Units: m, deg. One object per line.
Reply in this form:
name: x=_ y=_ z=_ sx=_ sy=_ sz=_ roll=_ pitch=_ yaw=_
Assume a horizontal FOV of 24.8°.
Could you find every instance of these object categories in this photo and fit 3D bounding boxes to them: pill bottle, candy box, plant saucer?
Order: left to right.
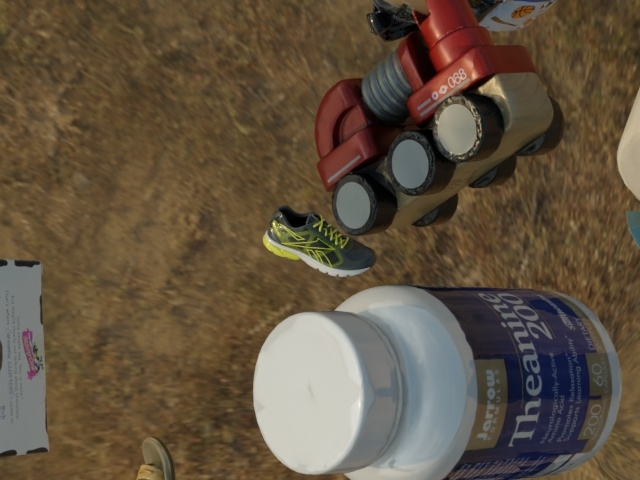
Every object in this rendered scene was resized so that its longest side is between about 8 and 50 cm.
candy box: x=-0.308 y=0.096 z=1.161 sx=0.070 sy=0.196 sz=0.164 roll=-7 pitch=84 yaw=30
pill bottle: x=0.039 y=0.048 z=0.477 sx=0.067 sy=0.120 sz=0.067 roll=-3 pitch=86 yaw=46
plant saucer: x=0.373 y=0.055 z=1.527 sx=0.018 sy=0.067 sz=0.192 roll=-29 pitch=101 yaw=16

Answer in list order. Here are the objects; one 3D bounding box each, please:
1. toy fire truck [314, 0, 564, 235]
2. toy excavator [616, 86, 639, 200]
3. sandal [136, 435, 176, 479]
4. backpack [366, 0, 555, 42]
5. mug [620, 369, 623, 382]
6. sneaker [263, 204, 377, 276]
toy fire truck: x=0.062 y=-0.150 z=1.301 sx=0.217 sy=0.158 sz=0.246 roll=-36 pitch=70 yaw=43
toy excavator: x=0.402 y=0.006 z=0.594 sx=0.433 sy=0.445 sz=0.222 roll=31 pitch=69 yaw=-20
sandal: x=-0.212 y=0.323 z=1.883 sx=0.049 sy=0.072 sz=0.180 roll=-4 pitch=40 yaw=-18
backpack: x=0.188 y=-0.373 z=1.704 sx=0.213 sy=0.263 sz=0.276 roll=-21 pitch=68 yaw=52
mug: x=0.353 y=0.167 z=1.858 sx=0.062 sy=0.078 sz=0.064 roll=-24 pitch=97 yaw=32
sneaker: x=0.000 y=0.000 z=1.031 sx=0.083 sy=0.031 sz=0.035 roll=14 pitch=125 yaw=6
